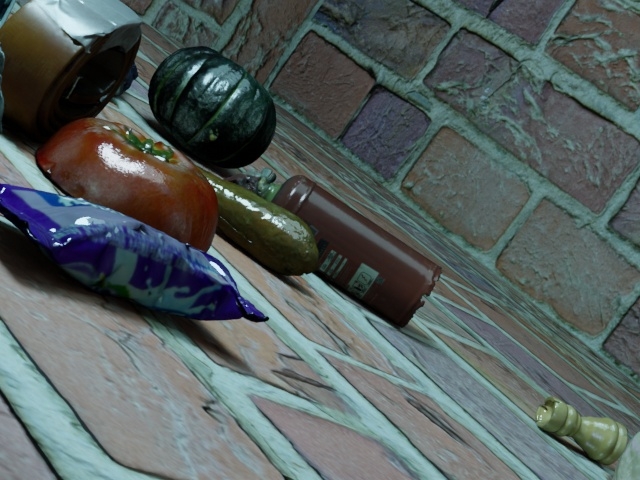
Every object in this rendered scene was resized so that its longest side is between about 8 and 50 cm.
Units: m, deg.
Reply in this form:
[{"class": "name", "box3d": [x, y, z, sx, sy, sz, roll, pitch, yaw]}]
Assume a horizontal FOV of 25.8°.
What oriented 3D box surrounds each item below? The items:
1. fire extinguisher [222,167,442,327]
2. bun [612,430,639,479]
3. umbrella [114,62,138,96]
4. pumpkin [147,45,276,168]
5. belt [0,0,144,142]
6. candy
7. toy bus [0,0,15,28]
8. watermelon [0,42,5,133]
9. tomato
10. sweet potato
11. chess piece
[{"class": "fire extinguisher", "box3d": [0.000, 0.000, 1.948, 0.337, 0.106, 0.147, 33, 32, -3]}, {"class": "bun", "box3d": [0.539, 0.331, 1.665, 0.365, 0.219, 0.365, 31, 11, -6]}, {"class": "umbrella", "box3d": [-0.335, -0.279, 2.343, 0.071, 0.071, 0.248, 32, 7, -15]}, {"class": "pumpkin", "box3d": [-0.175, -0.215, 2.272, 0.220, 0.162, 0.220, 42, 0, 0]}, {"class": "belt", "box3d": [-0.296, -0.208, 1.625, 0.105, 0.184, 0.261, 36, 7, 5]}, {"class": "candy", "box3d": [-0.176, 0.008, 1.224, 0.275, 0.070, 0.145, 21, 8, -44]}, {"class": "toy bus", "box3d": [-0.512, -0.335, 1.724, 0.256, 0.128, 0.147, 29, 8, -23]}, {"class": "watermelon", "box3d": [-0.311, -0.143, 0.872, 0.228, 0.258, 0.387, 24, 16, -43]}, {"class": "tomato", "box3d": [-0.205, -0.069, 1.542, 0.225, 0.085, 0.225, 33, 11, -7]}, {"class": "sweet potato", "box3d": [-0.118, -0.040, 1.784, 0.273, 0.075, 0.075, 31, 7, 10]}, {"class": "chess piece", "box3d": [0.360, 0.262, 1.947, 0.122, 0.066, 0.066, 26, 10, -15]}]
